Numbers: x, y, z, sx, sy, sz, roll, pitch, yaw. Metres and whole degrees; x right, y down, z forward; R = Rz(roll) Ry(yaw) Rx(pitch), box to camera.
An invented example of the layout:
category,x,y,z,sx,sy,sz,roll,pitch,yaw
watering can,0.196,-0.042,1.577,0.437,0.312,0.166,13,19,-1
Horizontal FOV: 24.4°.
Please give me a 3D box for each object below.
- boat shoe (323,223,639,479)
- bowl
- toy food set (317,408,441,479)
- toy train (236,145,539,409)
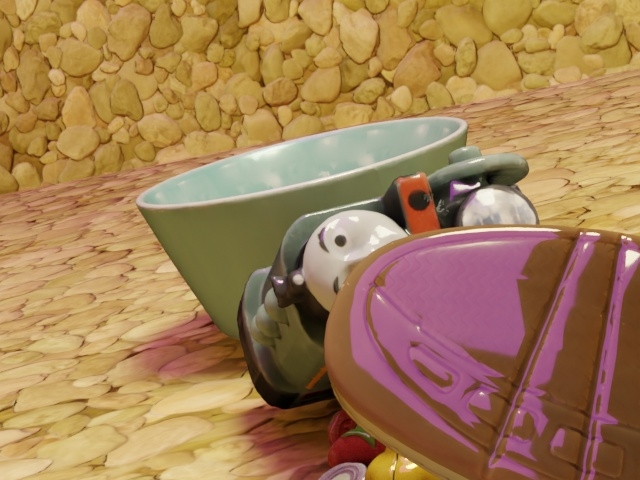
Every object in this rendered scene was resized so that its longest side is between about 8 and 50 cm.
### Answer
category,x,y,z,sx,sy,sz,roll,pitch,yaw
boat shoe,0.165,0.093,0.559,0.342,0.123,0.123,12,56,5
bowl,0.000,0.000,1.369,0.312,0.163,0.311,-13,10,2
toy food set,0.049,0.124,0.911,0.128,0.071,0.218,-12,10,9
toy train,0.046,0.039,1.028,0.190,0.142,0.334,-14,-10,-11
